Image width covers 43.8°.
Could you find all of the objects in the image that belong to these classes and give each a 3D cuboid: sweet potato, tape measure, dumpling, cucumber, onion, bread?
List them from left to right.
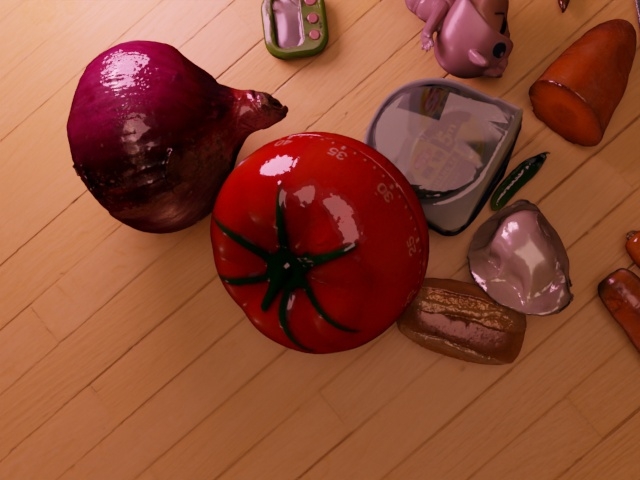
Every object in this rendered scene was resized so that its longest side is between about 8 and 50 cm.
[{"bbox_3d":[-0.243,-0.198,1.422,0.385,0.348,0.348,-14,83,8],"label":"onion"},{"bbox_3d":[0.215,-0.167,1.466,0.262,0.138,0.259,29,87,8],"label":"tape measure"},{"bbox_3d":[0.252,0.144,1.446,0.236,0.106,0.140,13,88,8],"label":"bread"},{"bbox_3d":[0.349,0.031,1.421,0.172,0.142,0.247,-20,49,8],"label":"dumpling"},{"bbox_3d":[0.370,-0.117,1.494,0.155,0.037,0.037,-45,82,-1],"label":"cucumber"},{"bbox_3d":[0.474,-0.488,1.526,0.026,0.026,0.115,17,82,7],"label":"sweet potato"}]

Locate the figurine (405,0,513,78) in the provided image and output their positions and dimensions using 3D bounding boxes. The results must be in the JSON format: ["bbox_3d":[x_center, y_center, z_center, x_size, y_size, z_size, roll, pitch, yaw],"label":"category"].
[{"bbox_3d":[0.253,-0.430,1.477,0.186,0.176,0.287,-46,65,25],"label":"figurine"}]

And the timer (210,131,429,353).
[{"bbox_3d":[0.000,0.000,1.366,0.377,0.279,0.378,16,124,25],"label":"timer"}]

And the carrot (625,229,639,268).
[{"bbox_3d":[0.634,0.068,1.434,0.067,0.067,0.225,-38,83,1],"label":"carrot"}]

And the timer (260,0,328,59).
[{"bbox_3d":[-0.051,-0.426,1.565,0.127,0.047,0.140,-7,84,4],"label":"timer"}]

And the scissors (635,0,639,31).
[{"bbox_3d":[0.619,-0.450,1.503,0.192,0.029,0.448,-5,83,6],"label":"scissors"}]

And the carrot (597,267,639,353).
[{"bbox_3d":[0.576,0.141,1.423,0.087,0.087,0.193,-34,82,2],"label":"carrot"}]

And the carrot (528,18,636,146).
[{"bbox_3d":[0.500,-0.306,1.459,0.159,0.159,0.225,36,76,8],"label":"carrot"}]
